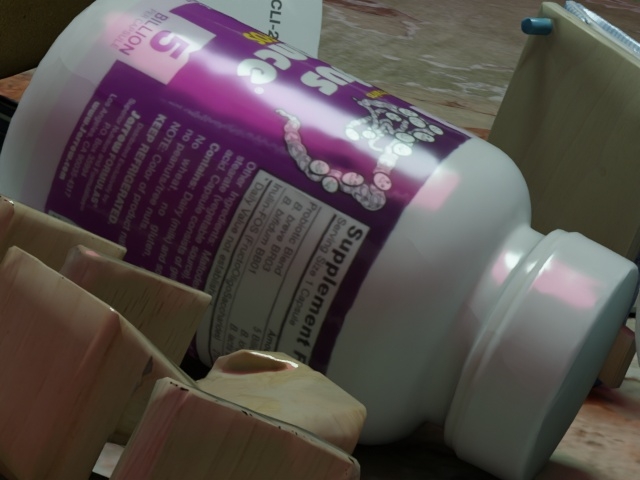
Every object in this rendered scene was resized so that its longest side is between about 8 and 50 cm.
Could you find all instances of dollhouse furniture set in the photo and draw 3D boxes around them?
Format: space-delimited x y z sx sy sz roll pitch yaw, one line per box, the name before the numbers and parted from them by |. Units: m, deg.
dollhouse furniture set | 0.242 -0.046 1.087 0.198 0.286 0.303 -4 32 -42
dollhouse furniture set | -0.151 0.115 0.524 0.394 0.256 0.362 25 2 -44

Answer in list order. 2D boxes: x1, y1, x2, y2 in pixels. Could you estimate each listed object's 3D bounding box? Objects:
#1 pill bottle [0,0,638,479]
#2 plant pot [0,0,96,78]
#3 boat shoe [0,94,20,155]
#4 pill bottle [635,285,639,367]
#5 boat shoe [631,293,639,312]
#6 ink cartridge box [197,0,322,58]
pill bottle | 0.000 0.000 0.948 0.301 0.169 0.169 27 20 15
plant pot | -0.240 -0.181 1.104 0.237 0.237 0.254 11 22 3
boat shoe | -0.132 -0.050 1.245 0.254 0.079 0.095 13 7 4
pill bottle | 0.313 0.054 0.787 0.334 0.188 0.188 20 18 31
boat shoe | 0.268 -0.009 1.314 0.320 0.103 0.118 2 17 -26
ink cartridge box | -0.104 -0.179 1.330 0.114 0.197 0.273 9 -9 -26
